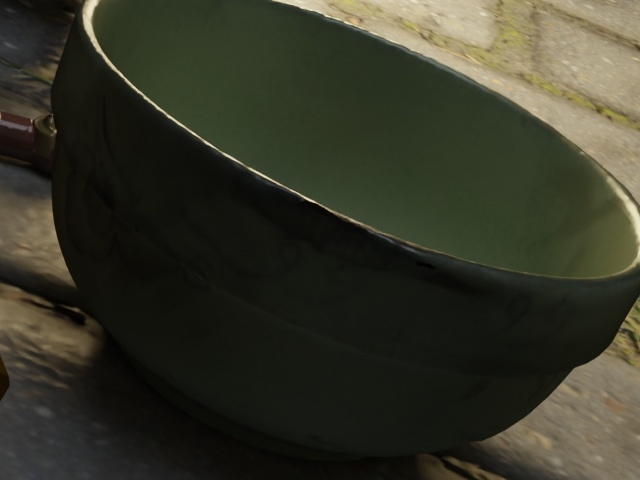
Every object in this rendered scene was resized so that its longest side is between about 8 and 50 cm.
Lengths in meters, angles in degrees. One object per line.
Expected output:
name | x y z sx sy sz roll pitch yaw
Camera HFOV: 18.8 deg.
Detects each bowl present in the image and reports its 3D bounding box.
bowl | 0.000 0.000 0.971 0.307 0.163 0.307 20 24 -9

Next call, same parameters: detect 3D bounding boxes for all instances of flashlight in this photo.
flashlight | -0.177 -0.063 1.090 0.110 0.031 0.052 15 26 -20

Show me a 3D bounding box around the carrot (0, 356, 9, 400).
carrot | -0.201 0.022 0.890 0.042 0.042 0.171 -3 35 -46
